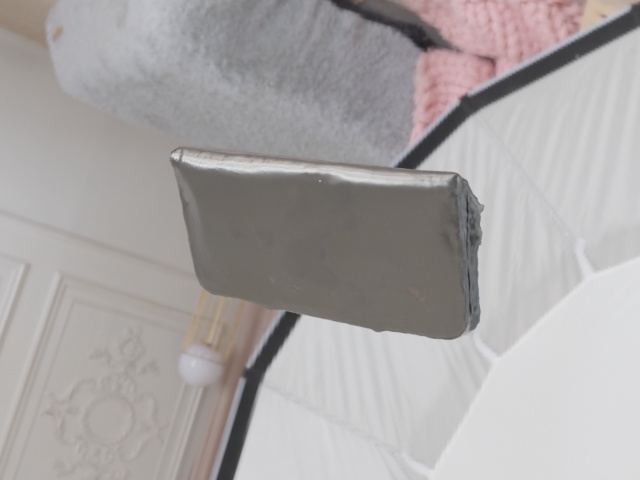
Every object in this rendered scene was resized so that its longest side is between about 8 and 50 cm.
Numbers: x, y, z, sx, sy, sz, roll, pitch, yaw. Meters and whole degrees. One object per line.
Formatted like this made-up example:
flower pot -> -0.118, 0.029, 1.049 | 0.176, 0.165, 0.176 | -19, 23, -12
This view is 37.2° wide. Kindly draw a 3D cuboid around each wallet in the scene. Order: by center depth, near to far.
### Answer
wallet -> 0.000, 0.000, 1.028 | 0.377, 0.197, 0.051 | 9, -150, 33
